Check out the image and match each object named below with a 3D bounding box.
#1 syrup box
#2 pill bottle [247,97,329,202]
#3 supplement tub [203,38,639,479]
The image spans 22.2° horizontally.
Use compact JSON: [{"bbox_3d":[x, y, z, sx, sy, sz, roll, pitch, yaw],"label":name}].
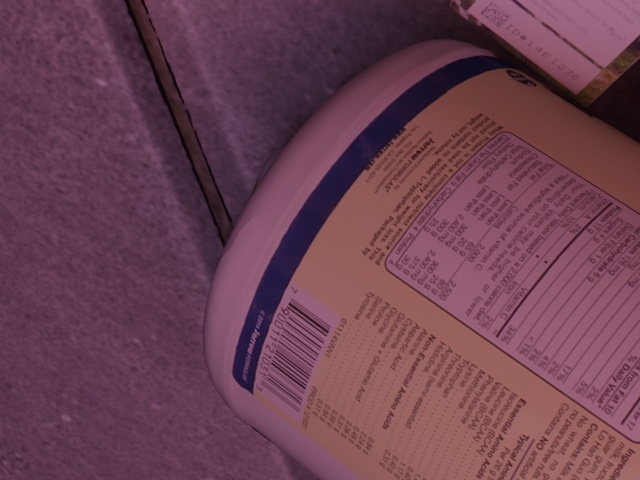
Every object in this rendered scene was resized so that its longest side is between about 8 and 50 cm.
[{"bbox_3d":[0.174,-0.183,0.795,0.093,0.096,0.237,36,132,-9],"label":"syrup box"},{"bbox_3d":[0.000,0.000,1.016,0.103,0.103,0.184,27,133,2],"label":"pill bottle"},{"bbox_3d":[0.130,0.071,0.808,0.325,0.235,0.235,35,136,23],"label":"supplement tub"}]
